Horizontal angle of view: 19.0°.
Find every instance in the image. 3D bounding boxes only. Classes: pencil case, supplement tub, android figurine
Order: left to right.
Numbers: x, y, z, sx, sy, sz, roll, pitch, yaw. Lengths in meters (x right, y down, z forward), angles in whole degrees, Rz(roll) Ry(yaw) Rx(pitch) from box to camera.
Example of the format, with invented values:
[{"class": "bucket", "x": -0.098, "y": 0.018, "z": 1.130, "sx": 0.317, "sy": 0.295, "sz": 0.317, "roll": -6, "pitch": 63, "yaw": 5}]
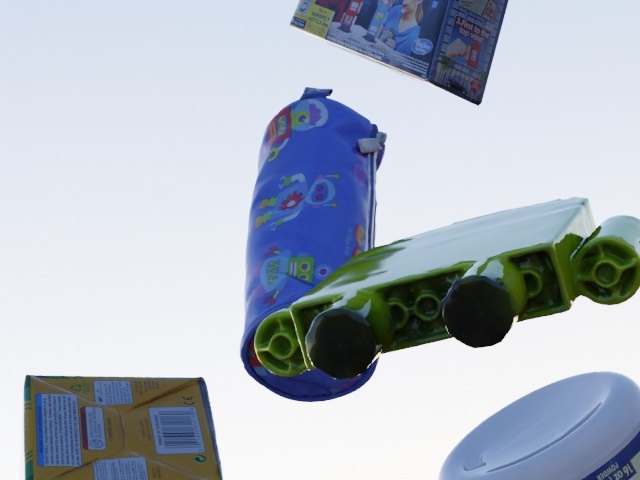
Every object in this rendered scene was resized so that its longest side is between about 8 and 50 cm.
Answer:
[{"class": "pencil case", "x": 0.000, "y": 0.000, "z": 1.737, "sx": 0.133, "sy": 0.306, "sz": 0.119, "roll": -24, "pitch": -52, "yaw": 24}, {"class": "android figurine", "x": 0.085, "y": 0.028, "z": 1.198, "sx": 0.248, "sy": 0.056, "sz": 0.273, "roll": -15, "pitch": 5, "yaw": 16}, {"class": "supplement tub", "x": 0.289, "y": 0.322, "z": 1.946, "sx": 0.235, "sy": 0.325, "sz": 0.235, "roll": -30, "pitch": 10, "yaw": 6}]

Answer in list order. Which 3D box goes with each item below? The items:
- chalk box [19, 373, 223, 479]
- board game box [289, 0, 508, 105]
[{"class": "chalk box", "x": -0.201, "y": 0.293, "z": 1.817, "sx": 0.179, "sy": 0.180, "sz": 0.289, "roll": 2, "pitch": -60, "yaw": -12}, {"class": "board game box", "x": 0.084, "y": -0.222, "z": 1.459, "sx": 0.060, "sy": 0.194, "sz": 0.194, "roll": 21, "pitch": 5, "yaw": -38}]
